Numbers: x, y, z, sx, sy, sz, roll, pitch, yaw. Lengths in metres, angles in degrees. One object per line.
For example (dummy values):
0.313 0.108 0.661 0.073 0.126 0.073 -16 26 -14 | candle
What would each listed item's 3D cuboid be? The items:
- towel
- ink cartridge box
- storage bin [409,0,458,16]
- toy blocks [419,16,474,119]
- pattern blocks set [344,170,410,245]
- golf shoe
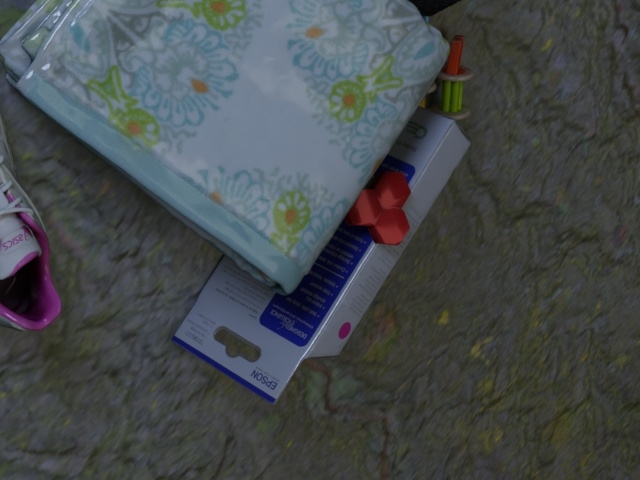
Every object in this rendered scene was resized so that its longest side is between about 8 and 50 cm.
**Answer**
-0.080 -0.175 1.326 0.374 0.090 0.320 40 79 -24 | towel
0.000 0.000 1.547 0.371 0.176 0.069 -56 142 -9 | ink cartridge box
0.097 -0.339 1.464 0.122 0.084 0.180 -8 79 -51 | storage bin
0.141 -0.217 1.681 0.123 0.054 0.148 -22 125 -39 | toy blocks
-0.032 -0.148 1.421 0.285 0.026 0.325 -4 94 -23 | pattern blocks set
-0.301 -0.048 1.219 0.115 0.140 0.306 -34 132 -29 | golf shoe
